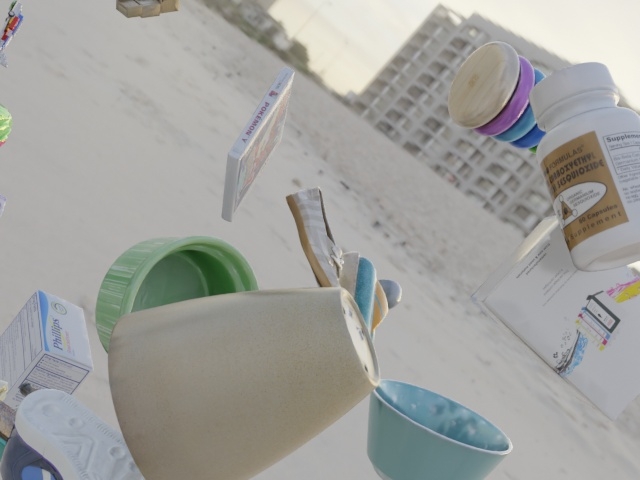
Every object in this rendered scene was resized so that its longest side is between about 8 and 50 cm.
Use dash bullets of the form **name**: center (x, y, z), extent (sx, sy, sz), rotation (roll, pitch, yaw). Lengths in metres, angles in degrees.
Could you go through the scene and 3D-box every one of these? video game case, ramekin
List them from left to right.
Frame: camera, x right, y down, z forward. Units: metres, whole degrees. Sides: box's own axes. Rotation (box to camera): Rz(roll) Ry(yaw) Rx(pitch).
- **ramekin**: center (-0.273, 0.134, 1.732), extent (0.148, 0.304, 0.303), rotation (9, -23, 47)
- **video game case**: center (-0.099, -0.146, 1.433), extent (0.023, 0.184, 0.201), rotation (26, -27, 5)

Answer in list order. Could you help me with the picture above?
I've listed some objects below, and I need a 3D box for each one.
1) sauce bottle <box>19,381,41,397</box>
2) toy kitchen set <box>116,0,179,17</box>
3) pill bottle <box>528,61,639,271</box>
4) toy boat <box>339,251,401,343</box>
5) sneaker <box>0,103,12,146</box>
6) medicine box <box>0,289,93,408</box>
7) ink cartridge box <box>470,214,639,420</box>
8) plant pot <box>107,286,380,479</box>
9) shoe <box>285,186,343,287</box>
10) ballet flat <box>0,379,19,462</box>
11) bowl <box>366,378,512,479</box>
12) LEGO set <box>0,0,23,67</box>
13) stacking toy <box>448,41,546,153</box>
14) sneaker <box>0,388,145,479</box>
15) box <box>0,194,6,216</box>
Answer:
- **sauce bottle**: center (-0.526, 0.307, 1.730), extent (0.128, 0.042, 0.042), rotation (25, -8, 41)
- **toy kitchen set**: center (-0.251, -0.363, 1.294), extent (0.083, 0.075, 0.068), rotation (-20, 45, -36)
- **pill bottle**: center (0.332, -0.089, 1.100), extent (0.131, 0.131, 0.229), rotation (31, 42, -66)
- **toy boat**: center (0.077, 0.135, 1.750), extent (0.148, 0.268, 0.318), rotation (6, 16, 5)
- **sneaker**: center (-0.778, -0.252, 1.604), extent (0.482, 0.185, 0.202), rotation (6, 49, -36)
- **medicine box**: center (-0.734, 0.326, 2.360), extent (0.149, 0.289, 0.263), rotation (31, 17, -34)
- **ink cartridge box**: center (0.355, 0.102, 1.270), extent (0.232, 0.168, 0.171), rotation (43, 0, 3)
- **plant pot**: center (-0.076, 0.165, 1.129), extent (0.256, 0.273, 0.257), rotation (-21, 90, -78)
- **shoe**: center (0.000, 0.000, 1.427), extent (0.077, 0.058, 0.219), rotation (67, 2, -53)
- **ballet flat**: center (-0.551, 0.301, 1.563), extent (0.316, 0.108, 0.106), rotation (36, 41, 10)
- **bowl**: center (0.219, 0.427, 1.890), extent (0.311, 0.163, 0.311), rotation (22, 6, -3)
- **LEGO set**: center (-0.587, -0.451, 1.811), extent (0.060, 0.244, 0.182), rotation (31, 21, -19)
- **stacking toy**: center (0.364, -0.177, 1.452), extent (0.330, 0.141, 0.141), rotation (26, 12, -26)
- **sneaker**: center (-0.326, 0.381, 1.280), extent (0.322, 0.236, 0.130), rotation (36, 35, 25)
- **box**: center (-0.858, -0.144, 2.047), extent (0.324, 0.067, 0.063), rotation (39, 38, -35)
